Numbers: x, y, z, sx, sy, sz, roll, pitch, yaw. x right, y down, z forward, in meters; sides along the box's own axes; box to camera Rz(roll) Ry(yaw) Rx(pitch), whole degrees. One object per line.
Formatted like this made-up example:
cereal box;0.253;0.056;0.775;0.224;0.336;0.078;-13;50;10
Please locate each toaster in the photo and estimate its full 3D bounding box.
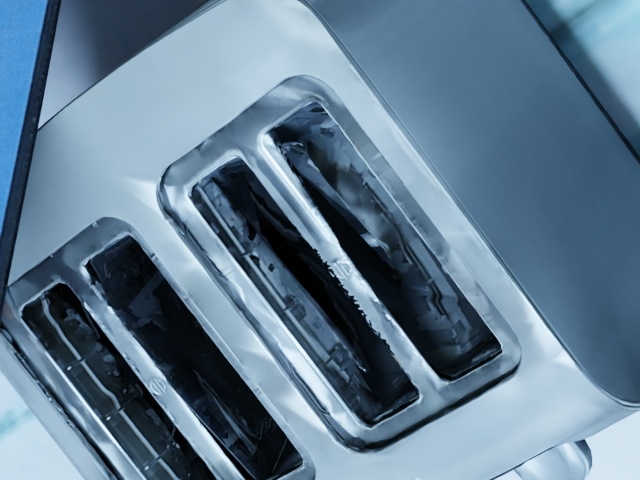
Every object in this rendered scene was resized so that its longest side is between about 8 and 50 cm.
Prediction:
toaster;0.000;0.000;0.551;0.168;0.110;0.186;-33;97;34

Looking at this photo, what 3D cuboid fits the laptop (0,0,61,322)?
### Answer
laptop;-0.278;-0.114;0.496;0.382;0.236;0.408;-4;116;18
